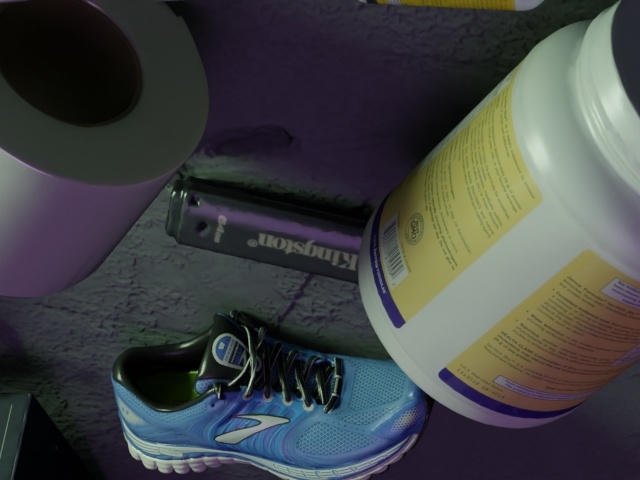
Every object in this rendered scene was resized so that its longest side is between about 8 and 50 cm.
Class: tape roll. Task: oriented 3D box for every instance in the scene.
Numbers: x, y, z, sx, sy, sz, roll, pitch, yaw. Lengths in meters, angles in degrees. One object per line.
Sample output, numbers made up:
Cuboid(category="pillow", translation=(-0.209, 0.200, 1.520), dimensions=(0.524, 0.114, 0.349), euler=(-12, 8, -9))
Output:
Cuboid(category="tape roll", translation=(-0.233, -0.099, 1.582), dimensions=(0.246, 0.246, 0.169), euler=(27, 136, -17))

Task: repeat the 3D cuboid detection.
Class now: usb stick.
Cuboid(category="usb stick", translation=(0.000, 0.000, 1.789), dimensions=(0.278, 0.045, 0.077), euler=(13, 140, -1))

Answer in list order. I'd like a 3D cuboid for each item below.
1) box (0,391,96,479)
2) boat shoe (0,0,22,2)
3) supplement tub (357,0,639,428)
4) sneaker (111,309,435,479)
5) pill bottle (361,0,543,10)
Cuboid(category="box", translation=(-0.404, 0.314, 2.096), dimensions=(0.313, 0.179, 0.343), euler=(-2, 147, 14))
Cuboid(category="boat shoe", translation=(-0.144, -0.246, 1.439), dimensions=(0.320, 0.118, 0.103), euler=(-5, 146, -11))
Cuboid(category="supplement tub", translation=(0.208, -0.023, 1.568), dimensions=(0.241, 0.241, 0.331), euler=(28, 136, -18))
Cuboid(category="sneaker", translation=(-0.053, 0.149, 1.906), dimensions=(0.330, 0.129, 0.147), euler=(-4, 139, 17))
Cuboid(category="pill bottle", translation=(0.116, -0.222, 1.469), dimensions=(0.184, 0.103, 0.103), euler=(4, 138, 9))
